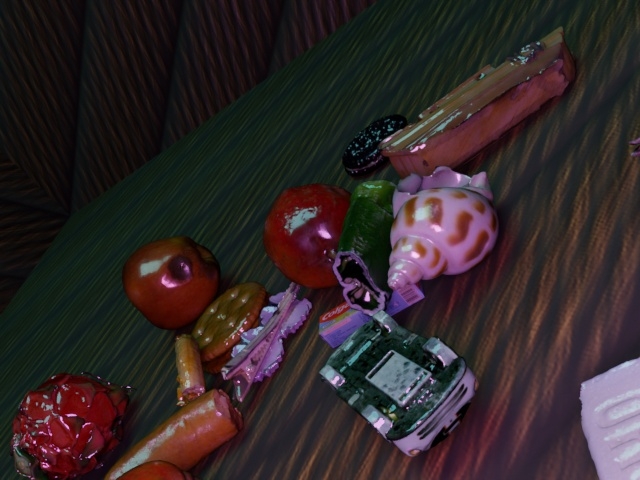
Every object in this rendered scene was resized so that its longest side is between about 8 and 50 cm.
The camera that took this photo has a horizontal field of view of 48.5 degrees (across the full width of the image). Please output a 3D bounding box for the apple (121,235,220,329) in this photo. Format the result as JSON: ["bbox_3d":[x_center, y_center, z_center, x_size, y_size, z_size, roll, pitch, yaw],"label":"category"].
[{"bbox_3d":[-0.348,0.091,1.691,0.230,0.230,0.230,-33,26,18],"label":"apple"}]

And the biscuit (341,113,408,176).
[{"bbox_3d":[0.132,-0.230,1.712,0.194,0.053,0.194,-33,25,18],"label":"biscuit"}]

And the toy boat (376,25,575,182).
[{"bbox_3d":[0.322,-0.262,1.416,0.445,0.136,0.162,-35,29,3],"label":"toy boat"}]

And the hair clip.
[{"bbox_3d":[-0.103,0.179,1.350,0.106,0.085,0.292,0,41,36],"label":"hair clip"}]

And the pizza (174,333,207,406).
[{"bbox_3d":[-0.252,0.266,1.359,0.062,0.161,0.182,-10,38,-12],"label":"pizza"}]

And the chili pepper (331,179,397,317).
[{"bbox_3d":[0.089,-0.013,1.215,0.099,0.136,0.270,-28,27,36],"label":"chili pepper"}]

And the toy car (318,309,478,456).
[{"bbox_3d":[0.107,0.198,0.965,0.136,0.125,0.306,-45,15,-10],"label":"toy car"}]

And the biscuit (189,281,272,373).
[{"bbox_3d":[-0.187,0.179,1.491,0.220,0.066,0.220,-34,25,18],"label":"biscuit"}]

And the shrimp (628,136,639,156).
[{"bbox_3d":[0.601,-0.208,0.982,0.360,0.085,0.247,-28,18,19],"label":"shrimp"}]

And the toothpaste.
[{"bbox_3d":[0.086,0.110,1.233,0.193,0.044,0.070,-32,25,20],"label":"toothpaste"}]

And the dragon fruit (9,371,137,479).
[{"bbox_3d":[-0.519,0.387,1.509,0.233,0.234,0.293,-25,-1,32],"label":"dragon fruit"}]

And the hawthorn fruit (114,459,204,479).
[{"bbox_3d":[-0.250,0.445,0.988,0.262,0.210,0.210,-46,24,9],"label":"hawthorn fruit"}]

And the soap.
[{"bbox_3d":[0.329,0.210,0.695,0.114,0.063,0.198,-33,26,22],"label":"soap"}]

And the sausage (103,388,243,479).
[{"bbox_3d":[-0.261,0.368,1.240,0.270,0.109,0.109,-39,25,-2],"label":"sausage"}]

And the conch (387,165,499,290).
[{"bbox_3d":[0.190,-0.019,1.138,0.182,0.149,0.275,11,23,38],"label":"conch"}]

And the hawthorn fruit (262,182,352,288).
[{"bbox_3d":[0.000,0.000,1.351,0.215,0.215,0.250,-39,30,5],"label":"hawthorn fruit"}]
